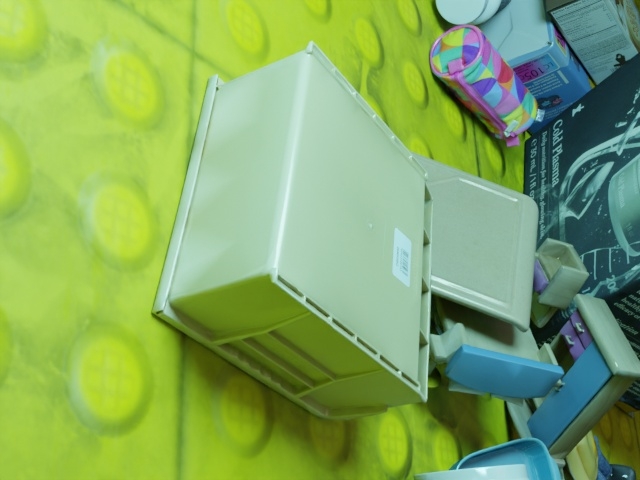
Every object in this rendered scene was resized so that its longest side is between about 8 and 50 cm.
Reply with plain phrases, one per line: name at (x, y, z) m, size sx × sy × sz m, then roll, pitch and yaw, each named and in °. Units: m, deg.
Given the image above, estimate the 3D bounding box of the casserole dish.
casserole dish at (0.220, 0.308, 1.030) m, size 0.188 × 0.037 × 0.114 m, roll -5°, pitch 79°, yaw -36°

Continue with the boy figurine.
boy figurine at (0.408, 0.315, 1.317) m, size 0.285 × 0.092 × 0.177 m, roll 55°, pitch 38°, yaw -32°

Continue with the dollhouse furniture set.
dollhouse furniture set at (0.214, 0.132, 1.128) m, size 0.303 × 0.198 × 0.286 m, roll 14°, pitch 36°, yaw -21°

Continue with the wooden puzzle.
wooden puzzle at (0.157, -0.010, 1.040) m, size 0.239 × 0.044 × 0.221 m, roll 24°, pitch 47°, yaw -5°

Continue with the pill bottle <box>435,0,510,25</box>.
pill bottle at (0.258, -0.419, 1.410) m, size 0.108 × 0.108 × 0.180 m, roll 65°, pitch 32°, yaw -13°

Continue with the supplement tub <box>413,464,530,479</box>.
supplement tub at (0.169, 0.342, 0.880) m, size 0.144 × 0.144 × 0.199 m, roll 20°, pitch 59°, yaw -52°

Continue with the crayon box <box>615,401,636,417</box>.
crayon box at (0.589, 0.209, 1.655) m, size 0.323 × 0.083 × 0.203 m, roll 34°, pitch 48°, yaw -46°

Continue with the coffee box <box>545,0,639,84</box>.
coffee box at (0.483, -0.405, 1.483) m, size 0.246 × 0.098 × 0.141 m, roll 34°, pitch 49°, yaw -46°

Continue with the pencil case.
pencil case at (0.269, -0.249, 1.361) m, size 0.236 × 0.104 × 0.104 m, roll 33°, pitch 50°, yaw -45°

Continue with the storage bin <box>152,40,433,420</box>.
storage bin at (0.000, 0.000, 0.801) m, size 0.260 × 0.123 × 0.262 m, roll 42°, pitch 43°, yaw -41°

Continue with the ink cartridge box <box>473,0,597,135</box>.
ink cartridge box at (0.444, -0.356, 1.638) m, size 0.395 × 0.151 × 0.270 m, roll 32°, pitch 50°, yaw -49°

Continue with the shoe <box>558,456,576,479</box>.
shoe at (0.359, 0.398, 1.229) m, size 0.076 × 0.058 × 0.219 m, roll -37°, pitch 107°, yaw -57°

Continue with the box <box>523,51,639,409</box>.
box at (0.586, -0.059, 1.347) m, size 0.297 × 0.472 × 0.480 m, roll 30°, pitch 48°, yaw -20°
